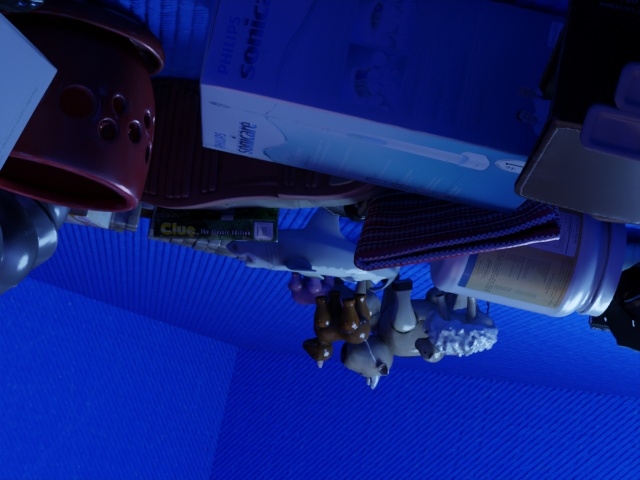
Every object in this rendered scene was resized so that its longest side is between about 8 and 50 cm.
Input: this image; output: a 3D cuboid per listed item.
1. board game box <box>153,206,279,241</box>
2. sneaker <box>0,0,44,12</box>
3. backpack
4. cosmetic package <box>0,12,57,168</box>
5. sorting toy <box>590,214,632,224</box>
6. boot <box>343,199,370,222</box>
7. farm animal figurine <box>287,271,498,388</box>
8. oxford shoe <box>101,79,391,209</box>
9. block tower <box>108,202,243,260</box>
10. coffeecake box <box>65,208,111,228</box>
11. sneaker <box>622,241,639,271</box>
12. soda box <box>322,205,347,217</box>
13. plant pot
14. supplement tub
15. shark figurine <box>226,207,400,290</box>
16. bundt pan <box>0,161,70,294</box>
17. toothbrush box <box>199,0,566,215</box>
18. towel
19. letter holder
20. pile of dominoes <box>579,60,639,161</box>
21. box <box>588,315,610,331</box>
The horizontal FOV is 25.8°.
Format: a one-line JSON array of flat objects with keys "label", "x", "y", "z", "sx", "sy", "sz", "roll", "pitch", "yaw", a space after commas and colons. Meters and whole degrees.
[{"label": "board game box", "x": -0.112, "y": -0.055, "z": 1.612, "sx": 0.136, "sy": 0.030, "sz": 0.260, "roll": 3, "pitch": -160, "yaw": -2}, {"label": "sneaker", "x": -0.245, "y": -0.232, "z": 1.128, "sx": 0.217, "sy": 0.079, "sz": 0.121, "roll": 13, "pitch": 177, "yaw": 45}, {"label": "backpack", "x": 0.442, "y": 0.073, "z": 1.640, "sx": 0.188, "sy": 0.144, "sz": 0.166, "roll": -30, "pitch": -179, "yaw": -5}, {"label": "cosmetic package", "x": -0.432, "y": -0.156, "z": 1.148, "sx": 0.365, "sy": 0.197, "sz": 0.155, "roll": 28, "pitch": 173, "yaw": 15}, {"label": "sorting toy", "x": 0.401, "y": -0.060, "z": 1.404, "sx": 0.307, "sy": 0.041, "sz": 0.229, "roll": 7, "pitch": 164, "yaw": 22}, {"label": "boot", "x": 0.090, "y": -0.068, "z": 1.643, "sx": 0.121, "sy": 0.045, "sz": 0.099, "roll": -24, "pitch": 167, "yaw": -40}, {"label": "farm animal figurine", "x": 0.108, "y": 0.133, "z": 2.180, "sx": 0.326, "sy": 0.172, "sz": 0.330, "roll": -3, "pitch": -167, "yaw": 5}, {"label": "oxford shoe", "x": -0.085, "y": -0.088, "z": 1.526, "sx": 0.397, "sy": 0.140, "sz": 0.146, "roll": 8, "pitch": 175, "yaw": 26}, {"label": "block tower", "x": -0.255, "y": -0.055, "z": 2.002, "sx": 0.335, "sy": 0.097, "sz": 0.091, "roll": 12, "pitch": 170, "yaw": -8}, {"label": "coffeecake box", "x": -0.338, "y": -0.102, "z": 1.704, "sx": 0.185, "sy": 0.142, "sz": 0.068, "roll": 9, "pitch": 170, "yaw": 17}, {"label": "sneaker", "x": 0.445, "y": 0.064, "z": 1.840, "sx": 0.151, "sy": 0.094, "sz": 0.256, "roll": 2, "pitch": 167, "yaw": 31}, {"label": "soda box", "x": 0.015, "y": -0.074, "z": 1.679, "sx": 0.053, "sy": 0.060, "sz": 0.169, "roll": 10, "pitch": 170, "yaw": 22}, {"label": "plant pot", "x": -0.249, "y": -0.135, "z": 1.344, "sx": 0.191, "sy": 0.174, "sz": 0.191, "roll": 12, "pitch": 170, "yaw": 2}, {"label": "supplement tub", "x": 0.240, "y": 0.008, "z": 1.628, "sx": 0.199, "sy": 0.144, "sz": 0.144, "roll": 13, "pitch": 169, "yaw": -6}, {"label": "shark figurine", "x": 0.028, "y": 0.004, "z": 1.944, "sx": 0.278, "sy": 0.116, "sz": 0.166, "roll": 9, "pitch": 177, "yaw": -25}, {"label": "bundt pan", "x": -0.385, "y": -0.084, "z": 1.444, "sx": 0.124, "sy": 0.331, "sz": 0.331, "roll": -18, "pitch": 153, "yaw": 35}, {"label": "toothbrush box", "x": 0.052, "y": -0.127, "z": 1.178, "sx": 0.295, "sy": 0.126, "sz": 0.216, "roll": 11, "pitch": 170, "yaw": -2}, {"label": "towel", "x": 0.137, "y": -0.030, "z": 1.404, "sx": 0.199, "sy": 0.031, "sz": 0.275, "roll": -10, "pitch": -167, "yaw": 8}, {"label": "letter holder", "x": 0.306, "y": -0.091, "z": 0.990, "sx": 0.302, "sy": 0.152, "sz": 0.214, "roll": 12, "pitch": 167, "yaw": 3}, {"label": "pile of dominoes", "x": 0.297, "y": -0.109, "z": 0.823, "sx": 0.196, "sy": 0.251, "sz": 0.040, "roll": 32, "pitch": -157, "yaw": -9}, {"label": "box", "x": 0.423, "y": 0.088, "z": 2.009, "sx": 0.062, "sy": 0.083, "sz": 0.052, "roll": 8, "pitch": 170, "yaw": 17}]
